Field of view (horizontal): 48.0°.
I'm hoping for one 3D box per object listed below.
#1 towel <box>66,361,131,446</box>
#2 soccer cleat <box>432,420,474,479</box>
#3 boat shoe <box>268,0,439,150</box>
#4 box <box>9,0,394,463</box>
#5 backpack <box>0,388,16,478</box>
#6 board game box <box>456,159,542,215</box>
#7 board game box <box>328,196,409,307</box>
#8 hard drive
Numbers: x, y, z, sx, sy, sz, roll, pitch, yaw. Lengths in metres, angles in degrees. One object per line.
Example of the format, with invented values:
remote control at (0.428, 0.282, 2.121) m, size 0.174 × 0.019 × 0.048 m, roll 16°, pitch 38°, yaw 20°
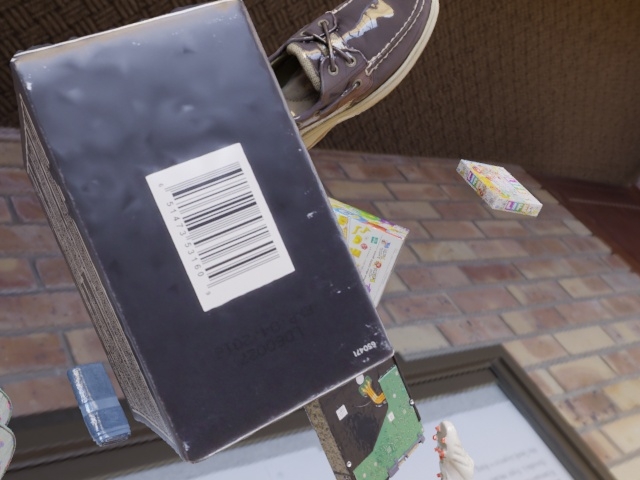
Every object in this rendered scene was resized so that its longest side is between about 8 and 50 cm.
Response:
towel at (-0.317, 0.233, 1.021) m, size 0.029 × 0.119 × 0.067 m, roll -34°, pitch 162°, yaw 18°
soccer cleat at (0.273, 0.437, 1.451) m, size 0.076 × 0.068 × 0.196 m, roll -11°, pitch 118°, yaw -7°
boat shoe at (0.000, -0.178, 0.757) m, size 0.285 × 0.103 × 0.092 m, roll -38°, pitch 162°, yaw 15°
box at (-0.122, 0.000, 0.628) m, size 0.183 × 0.296 × 0.294 m, roll -24°, pitch -178°, yaw -23°
backpack at (-0.488, 0.263, 0.935) m, size 0.166 × 0.144 × 0.188 m, roll 82°, pitch 22°, yaw -60°
board game box at (0.340, -0.102, 1.375) m, size 0.103 × 0.154 × 0.026 m, roll 8°, pitch 119°, yaw -24°
board game box at (0.000, 0.000, 1.271) m, size 0.142 × 0.275 × 0.144 m, roll -35°, pitch 148°, yaw -76°
hard drive at (0.079, 0.327, 1.472) m, size 0.064 × 0.339 × 0.237 m, roll -11°, pitch -163°, yaw 48°
